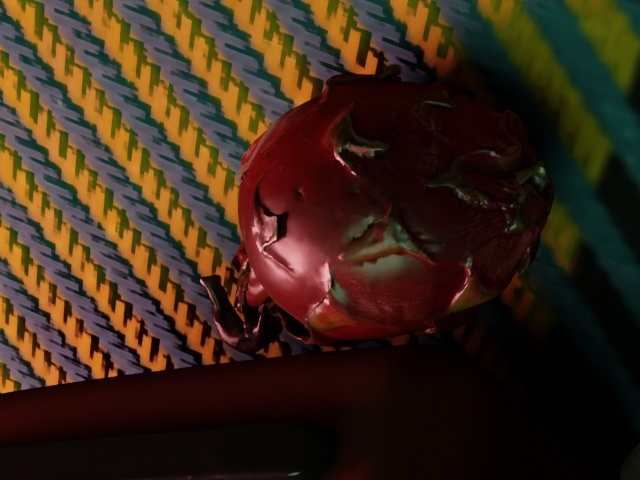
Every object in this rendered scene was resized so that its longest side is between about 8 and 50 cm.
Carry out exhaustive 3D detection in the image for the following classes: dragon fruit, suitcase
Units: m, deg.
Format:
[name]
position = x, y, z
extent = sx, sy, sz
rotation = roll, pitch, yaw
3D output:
[dragon fruit]
position = 0.000, 0.000, 0.674
extent = 0.094, 0.094, 0.190
rotation = 48, 143, -14
[suitcase]
position = -0.026, 0.156, 0.727
extent = 0.297, 0.161, 0.236
rotation = -8, 145, 35

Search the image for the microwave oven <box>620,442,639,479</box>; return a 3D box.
[microwave oven]
position = 0.275, 0.089, 0.374
extent = 0.236, 0.374, 0.432
rotation = 18, 135, -15
